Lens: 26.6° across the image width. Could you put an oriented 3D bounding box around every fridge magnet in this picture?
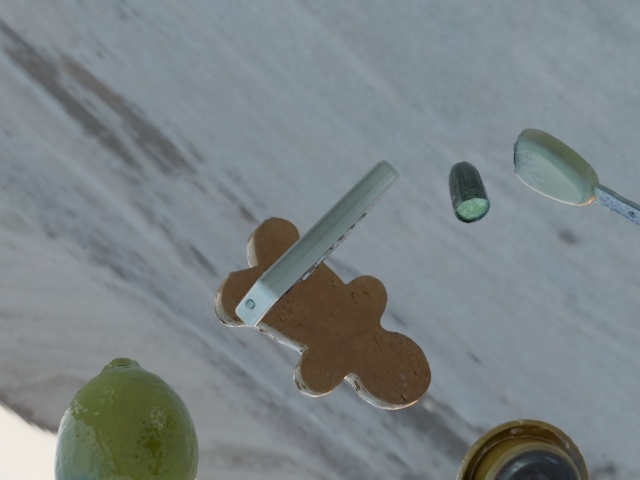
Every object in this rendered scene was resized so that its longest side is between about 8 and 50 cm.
[{"bbox_3d":[0.202,0.248,1.343,0.143,0.143,0.063,43,174,-12],"label":"fridge magnet"}]

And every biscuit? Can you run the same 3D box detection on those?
[{"bbox_3d":[0.008,0.095,1.450,0.250,0.165,0.036,35,146,-4],"label":"biscuit"}]

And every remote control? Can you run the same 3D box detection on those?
[{"bbox_3d":[0.000,0.000,1.232,0.029,0.190,0.087,44,151,2],"label":"remote control"}]

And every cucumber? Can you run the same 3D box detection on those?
[{"bbox_3d":[0.190,-0.068,1.750,0.048,0.048,0.105,46,-156,-32],"label":"cucumber"}]

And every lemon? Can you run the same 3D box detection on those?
[{"bbox_3d":[-0.239,0.258,1.680,0.184,0.249,0.184,1,152,0],"label":"lemon"}]

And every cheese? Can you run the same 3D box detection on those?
[{"bbox_3d":[0.322,-0.067,1.663,0.192,0.037,0.097,33,155,27],"label":"cheese"}]
